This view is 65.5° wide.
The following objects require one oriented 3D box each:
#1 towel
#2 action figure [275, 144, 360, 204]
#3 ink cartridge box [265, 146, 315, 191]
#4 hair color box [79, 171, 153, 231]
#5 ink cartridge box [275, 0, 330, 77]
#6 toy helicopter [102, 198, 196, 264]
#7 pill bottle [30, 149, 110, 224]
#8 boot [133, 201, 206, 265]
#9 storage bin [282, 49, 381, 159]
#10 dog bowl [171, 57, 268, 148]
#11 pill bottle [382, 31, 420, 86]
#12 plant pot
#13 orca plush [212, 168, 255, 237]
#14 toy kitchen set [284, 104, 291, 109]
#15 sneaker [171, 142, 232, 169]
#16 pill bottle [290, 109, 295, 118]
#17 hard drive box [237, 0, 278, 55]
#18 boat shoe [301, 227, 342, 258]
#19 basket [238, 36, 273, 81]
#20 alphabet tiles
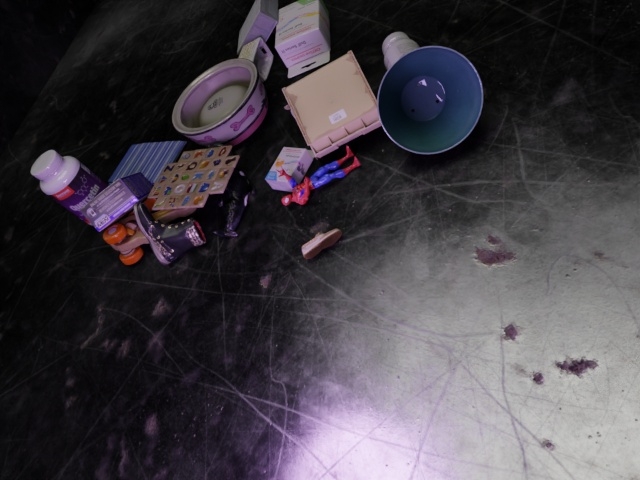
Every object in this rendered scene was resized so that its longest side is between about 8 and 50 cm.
[{"bbox_3d":[-0.753,-0.330,2.158,0.335,0.040,0.243,3,59,29],"label":"towel"},{"bbox_3d":[-0.023,-0.214,1.584,0.280,0.139,0.091,-36,53,7],"label":"action figure"},{"bbox_3d":[-0.099,-0.260,1.706,0.104,0.061,0.181,12,65,35],"label":"ink cartridge box"},{"bbox_3d":[-0.752,-0.155,1.874,0.185,0.110,0.339,-38,13,2],"label":"hair color box"},{"bbox_3d":[-0.073,-0.859,2.074,0.207,0.119,0.354,-16,52,19],"label":"ink cartridge box"},{"bbox_3d":[-0.631,-0.079,1.869,0.354,0.140,0.235,-24,40,-1],"label":"toy helicopter"},{"bbox_3d":[-0.988,-0.213,2.010,0.181,0.323,0.182,-15,52,21],"label":"pill bottle"},{"bbox_3d":[-0.521,-0.052,1.724,0.178,0.237,0.085,-25,7,8],"label":"boot"},{"bbox_3d":[0.049,-0.438,1.643,0.262,0.123,0.261,-26,79,9],"label":"storage bin"},{"bbox_3d":[-0.392,-0.538,2.014,0.407,0.150,0.408,-15,53,21],"label":"dog bowl"},{"bbox_3d":[0.287,-0.601,1.678,0.131,0.131,0.229,-25,50,13],"label":"pill bottle"},{"bbox_3d":[0.312,-0.415,1.468,0.290,0.290,0.195,-24,15,13],"label":"plant pot"},{"bbox_3d":[-0.328,-0.151,1.735,0.151,0.102,0.287,0,59,30],"label":"orca plush"},{"bbox_3d":[-0.091,-0.489,1.885,0.068,0.075,0.083,-27,9,7],"label":"toy kitchen set"},{"bbox_3d":[-0.459,-0.293,1.919,0.295,0.105,0.147,-2,54,24],"label":"sneaker"},{"bbox_3d":[-0.007,-0.512,1.794,0.208,0.117,0.117,-47,48,-8],"label":"pill bottle"},{"bbox_3d":[-0.279,-0.946,2.201,0.232,0.089,0.181,-43,38,43],"label":"hard drive box"},{"bbox_3d":[0.000,0.000,1.475,0.135,0.050,0.045,-33,53,6],"label":"boat shoe"},{"bbox_3d":[-0.286,-0.767,2.138,0.103,0.113,0.167,-8,55,28],"label":"basket"},{"bbox_3d":[-0.457,-0.226,1.781,0.342,0.011,0.285,-1,53,27],"label":"alphabet tiles"}]
